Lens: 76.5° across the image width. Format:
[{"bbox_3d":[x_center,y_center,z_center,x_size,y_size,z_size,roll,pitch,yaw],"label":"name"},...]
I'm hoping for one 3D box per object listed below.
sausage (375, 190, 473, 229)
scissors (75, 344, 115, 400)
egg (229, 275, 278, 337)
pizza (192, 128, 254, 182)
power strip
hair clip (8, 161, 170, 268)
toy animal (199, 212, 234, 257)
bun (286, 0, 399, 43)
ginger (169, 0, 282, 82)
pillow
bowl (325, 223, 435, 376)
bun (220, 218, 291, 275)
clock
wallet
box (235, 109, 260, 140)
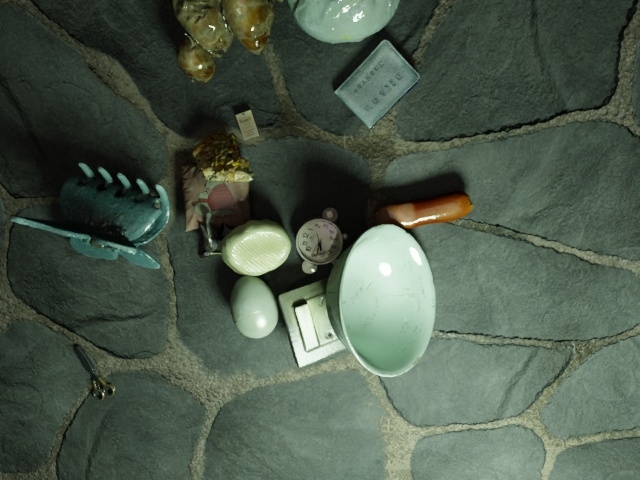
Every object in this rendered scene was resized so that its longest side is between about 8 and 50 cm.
[{"bbox_3d":[0.321,-0.092,1.273,0.300,0.083,0.089,-10,106,8],"label":"sausage"},{"bbox_3d":[-0.824,0.474,1.466,0.088,0.017,0.220,-25,98,10],"label":"scissors"},{"bbox_3d":[-0.218,0.215,1.320,0.151,0.151,0.209,-17,96,6],"label":"egg"},{"bbox_3d":[-0.303,-0.249,1.228,0.147,0.069,0.226,-25,60,-8],"label":"pizza"},{"bbox_3d":[0.000,0.253,1.337,0.251,0.092,0.256,-18,100,-23],"label":"power strip"},{"bbox_3d":[-0.636,-0.074,1.234,0.319,0.392,0.238,15,74,1],"label":"hair clip"},{"bbox_3d":[-0.352,-0.001,1.310,0.105,0.070,0.202,27,134,-11],"label":"toy animal"},{"bbox_3d":[0.065,-0.736,1.107,0.362,0.211,0.361,0,100,1],"label":"bun"},{"bbox_3d":[-0.267,-0.629,1.154,0.376,0.176,0.256,-17,104,17],"label":"ginger"},{"bbox_3d":[-0.331,-0.141,1.297,0.236,0.084,0.223,-4,101,5],"label":"pillow"},{"bbox_3d":[0.148,0.175,1.236,0.196,0.435,0.434,-8,103,49],"label":"bowl"},{"bbox_3d":[-0.207,0.010,1.287,0.223,0.127,0.222,-11,128,-14],"label":"bun"},{"bbox_3d":[0.000,0.000,1.317,0.156,0.063,0.229,20,103,-3],"label":"clock"},{"bbox_3d":[0.174,-0.475,1.235,0.222,0.036,0.167,-44,95,10],"label":"wallet"},{"bbox_3d":[-0.229,-0.364,1.282,0.053,0.024,0.083,-16,97,5],"label":"box"}]
